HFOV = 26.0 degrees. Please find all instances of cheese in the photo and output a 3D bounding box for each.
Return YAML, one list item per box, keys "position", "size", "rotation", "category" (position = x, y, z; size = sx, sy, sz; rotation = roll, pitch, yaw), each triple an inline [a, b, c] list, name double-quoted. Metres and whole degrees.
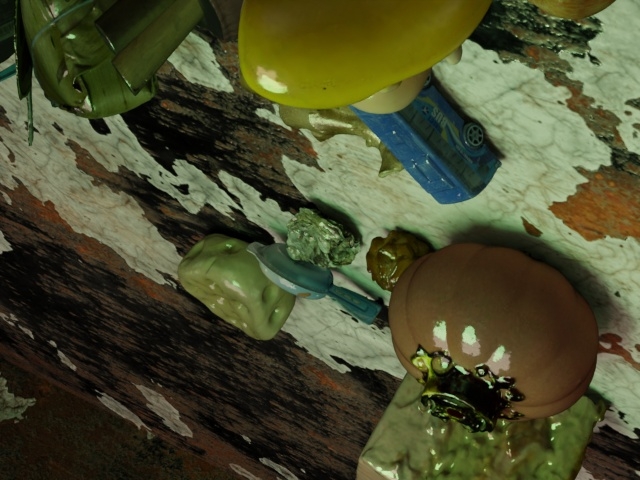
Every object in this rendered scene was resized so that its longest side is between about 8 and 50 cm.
- position: [-0.148, 0.076, 2.472]
  size: [0.218, 0.117, 0.235]
  rotation: [33, 158, 8]
  category: "cheese"
- position: [-0.013, 0.067, 2.297]
  size: [0.244, 0.052, 0.135]
  rotation: [29, -161, 5]
  category: "cheese"

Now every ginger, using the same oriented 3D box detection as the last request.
- position: [0.002, -0.165, 1.853]
  size: [0.288, 0.075, 0.089]
  rotation: [32, 135, 19]
  category: "ginger"

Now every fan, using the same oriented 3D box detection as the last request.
- position: [-0.427, -0.279, 2.016]
  size: [0.011, 0.230, 0.335]
  rotation: [3, 130, -6]
  category: "fan"

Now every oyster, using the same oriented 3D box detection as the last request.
- position: [0.000, 0.000, 2.195]
  size: [0.125, 0.064, 0.177]
  rotation: [37, 160, 12]
  category: "oyster"

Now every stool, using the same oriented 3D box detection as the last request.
- position: [-0.208, -0.317, 1.596]
  size: [0.272, 0.178, 0.272]
  rotation: [54, 174, 8]
  category: "stool"

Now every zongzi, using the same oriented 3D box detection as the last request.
- position: [-0.366, -0.348, 1.945]
  size: [0.361, 0.160, 0.323]
  rotation: [67, 162, -12]
  category: "zongzi"

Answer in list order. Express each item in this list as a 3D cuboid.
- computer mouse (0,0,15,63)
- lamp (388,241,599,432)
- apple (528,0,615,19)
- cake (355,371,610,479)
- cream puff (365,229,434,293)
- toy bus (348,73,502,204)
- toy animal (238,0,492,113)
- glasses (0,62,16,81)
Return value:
- position: [-0.515, -0.374, 2.012]
  size: [0.088, 0.147, 0.264]
  rotation: [41, 148, 32]
  category: "computer mouse"
- position: [0.231, 0.145, 1.925]
  size: [0.305, 0.240, 0.305]
  rotation: [24, 155, 12]
  category: "lamp"
- position: [0.225, -0.276, 1.256]
  size: [0.146, 0.131, 0.146]
  rotation: [31, 163, 11]
  category: "apple"
- position: [0.242, 0.341, 2.222]
  size: [0.306, 0.314, 0.293]
  rotation: [30, 158, 8]
  category: "cake"
- position: [0.120, 0.042, 2.071]
  size: [0.116, 0.094, 0.122]
  rotation: [36, 153, -10]
  category: "cream puff"
- position: [0.119, -0.142, 1.709]
  size: [0.236, 0.094, 0.079]
  rotation: [45, 155, -23]
  category: "toy bus"
- position: [-0.008, -0.260, 1.461]
  size: [0.345, 0.278, 0.247]
  rotation: [33, 171, -3]
  category: "toy animal"
- position: [-0.532, -0.303, 2.181]
  size: [0.189, 0.220, 0.088]
  rotation: [132, 123, -68]
  category: "glasses"
